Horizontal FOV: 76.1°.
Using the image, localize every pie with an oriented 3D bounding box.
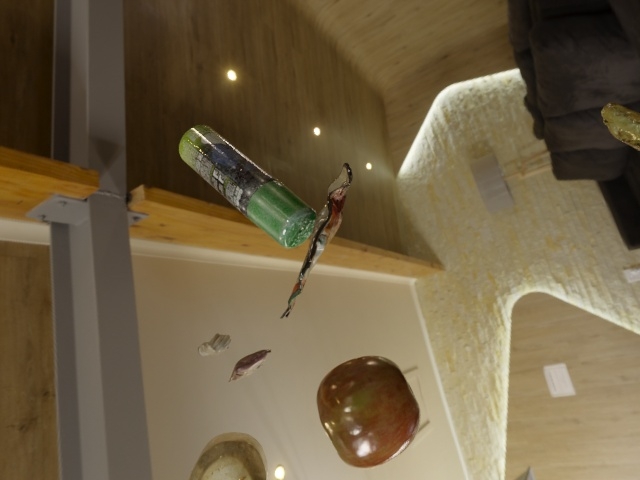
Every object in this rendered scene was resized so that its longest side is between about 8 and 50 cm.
[{"bbox_3d":[0.222,-0.067,0.269,0.084,0.020,0.084,17,-147,-11],"label":"pie"}]

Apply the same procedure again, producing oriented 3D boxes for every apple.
[{"bbox_3d":[0.090,0.309,0.750,0.188,0.174,0.188,62,180,0],"label":"apple"}]

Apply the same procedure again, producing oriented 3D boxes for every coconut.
[{"bbox_3d":[-0.234,0.611,1.061,0.222,0.202,0.202,118,142,-71],"label":"coconut"}]

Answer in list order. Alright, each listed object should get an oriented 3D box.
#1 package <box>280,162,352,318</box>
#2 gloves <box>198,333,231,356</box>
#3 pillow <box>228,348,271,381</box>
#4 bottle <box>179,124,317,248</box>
[{"bbox_3d":[0.000,0.000,0.626,0.040,0.166,0.232,21,-126,0],"label":"package"},{"bbox_3d":[-0.227,0.228,0.869,0.037,0.081,0.044,52,177,45],"label":"gloves"},{"bbox_3d":[-0.200,0.347,1.135,0.118,0.185,0.043,-23,-107,-29],"label":"pillow"},{"bbox_3d":[-0.147,-0.110,0.789,0.330,0.093,0.093,40,-164,27],"label":"bottle"}]
